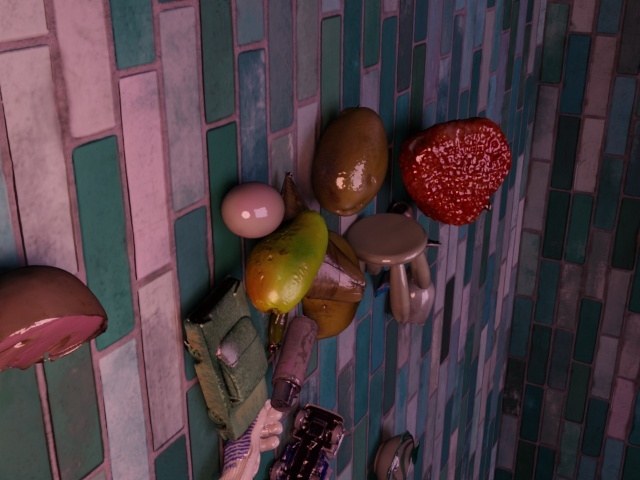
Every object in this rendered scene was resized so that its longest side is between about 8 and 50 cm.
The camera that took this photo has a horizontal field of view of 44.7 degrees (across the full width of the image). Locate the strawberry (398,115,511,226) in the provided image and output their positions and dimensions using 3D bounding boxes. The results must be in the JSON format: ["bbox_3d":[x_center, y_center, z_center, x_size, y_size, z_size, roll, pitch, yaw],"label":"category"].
[{"bbox_3d":[0.343,-0.209,2.082,0.351,0.267,0.312,20,113,-47],"label":"strawberry"}]

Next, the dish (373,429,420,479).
[{"bbox_3d":[0.226,0.683,2.423,0.246,0.078,0.224,-5,105,-62],"label":"dish"}]

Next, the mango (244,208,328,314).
[{"bbox_3d":[-0.062,0.035,1.427,0.125,0.111,0.233,38,56,-19],"label":"mango"}]

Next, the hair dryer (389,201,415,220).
[{"bbox_3d":[0.196,-0.008,2.095,0.181,0.064,0.117,-55,145,-28],"label":"hair dryer"}]

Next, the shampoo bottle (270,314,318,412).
[{"bbox_3d":[-0.058,0.261,1.646,0.072,0.072,0.214,75,24,-43],"label":"shampoo bottle"}]

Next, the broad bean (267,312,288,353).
[{"bbox_3d":[-0.068,0.095,1.635,0.060,0.043,0.297,30,75,-70],"label":"broad bean"}]

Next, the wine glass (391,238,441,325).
[{"bbox_3d":[0.271,0.114,2.217,0.126,0.126,0.241,-3,101,-63],"label":"wine glass"}]

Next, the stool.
[{"bbox_3d":[0.165,0.064,1.910,0.195,0.195,0.198,-49,143,-45],"label":"stool"}]

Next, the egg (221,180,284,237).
[{"bbox_3d":[-0.121,-0.055,1.396,0.135,0.103,0.103,-10,110,-60],"label":"egg"}]

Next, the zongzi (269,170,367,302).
[{"bbox_3d":[0.000,0.000,1.576,0.221,0.112,0.242,12,85,-27],"label":"zongzi"}]

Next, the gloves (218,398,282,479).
[{"bbox_3d":[-0.143,0.414,1.561,0.229,0.097,0.119,-58,170,-43],"label":"gloves"}]

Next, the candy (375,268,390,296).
[{"bbox_3d":[0.190,0.102,2.094,0.088,0.038,0.136,-60,-173,-26],"label":"candy"}]

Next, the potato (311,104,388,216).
[{"bbox_3d":[0.067,-0.176,1.662,0.174,0.159,0.251,98,4,-72],"label":"potato"}]

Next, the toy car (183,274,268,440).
[{"bbox_3d":[-0.164,0.230,1.441,0.141,0.097,0.320,-50,142,-42],"label":"toy car"}]

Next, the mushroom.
[{"bbox_3d":[-0.359,0.091,0.986,0.188,0.141,0.117,22,47,-68],"label":"mushroom"}]

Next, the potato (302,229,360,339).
[{"bbox_3d":[0.040,0.106,1.780,0.160,0.111,0.271,-39,134,-49],"label":"potato"}]

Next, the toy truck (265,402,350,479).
[{"bbox_3d":[-0.032,0.529,1.806,0.268,0.124,0.155,-64,158,-21],"label":"toy truck"}]
